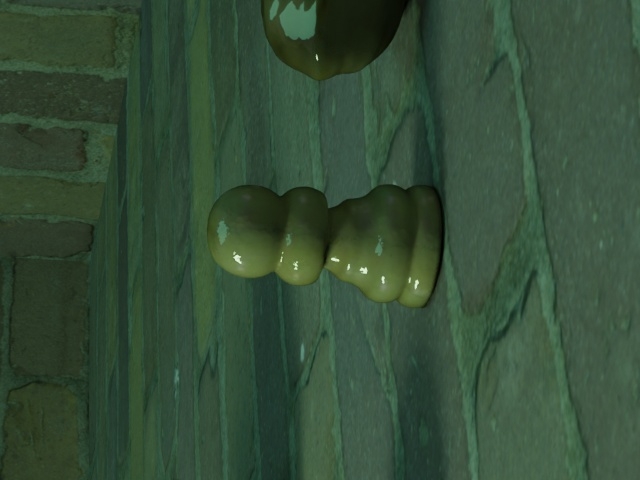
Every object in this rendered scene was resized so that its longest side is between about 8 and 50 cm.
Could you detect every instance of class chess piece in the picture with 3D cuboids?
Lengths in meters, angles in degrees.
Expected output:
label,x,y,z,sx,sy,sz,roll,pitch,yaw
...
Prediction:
label,x,y,z,sx,sy,sz,roll,pitch,yaw
chess piece,0.000,0.000,1.336,0.094,0.171,0.094,-176,90,-76

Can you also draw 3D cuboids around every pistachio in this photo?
label,x,y,z,sx,sy,sz,roll,pitch,yaw
pistachio,0.012,-0.215,1.456,0.124,0.124,0.184,141,135,-73
